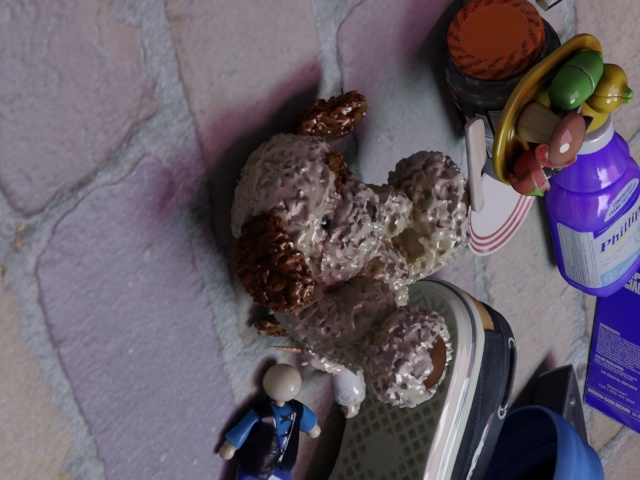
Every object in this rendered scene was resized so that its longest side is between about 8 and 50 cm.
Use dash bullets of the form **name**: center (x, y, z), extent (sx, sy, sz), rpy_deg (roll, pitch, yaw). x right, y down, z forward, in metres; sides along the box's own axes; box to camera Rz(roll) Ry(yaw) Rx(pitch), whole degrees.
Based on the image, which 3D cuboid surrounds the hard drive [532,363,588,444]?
- **hard drive**: center (0.307, 0.291, 2.253), extent (0.254, 0.054, 0.172), rpy_deg (71, 29, -50)

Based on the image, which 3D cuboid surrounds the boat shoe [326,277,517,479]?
- **boat shoe**: center (0.085, 0.282, 1.841), extent (0.156, 0.187, 0.500), rpy_deg (6, 104, -52)

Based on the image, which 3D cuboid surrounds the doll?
- **doll**: center (-0.047, 0.205, 1.707), extent (0.129, 0.046, 0.189), rpy_deg (-14, 120, -41)

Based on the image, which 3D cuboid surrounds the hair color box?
- **hair color box**: center (0.457, 0.071, 2.311), extent (0.185, 0.110, 0.338), rpy_deg (-36, 139, -36)

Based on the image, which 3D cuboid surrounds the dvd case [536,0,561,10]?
- **dvd case**: center (0.316, -0.339, 1.764), extent (0.164, 0.018, 0.221), rpy_deg (-36, 165, -38)

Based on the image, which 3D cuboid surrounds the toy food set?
- **toy food set**: center (0.225, -0.102, 1.614), extent (0.218, 0.071, 0.128), rpy_deg (-39, 143, -34)

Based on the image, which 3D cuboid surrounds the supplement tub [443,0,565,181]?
- **supplement tub**: center (0.187, -0.149, 1.708), extent (0.117, 0.117, 0.190), rpy_deg (-52, 148, -17)

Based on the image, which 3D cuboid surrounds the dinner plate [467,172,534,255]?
- **dinner plate**: center (0.196, -0.050, 1.901), extent (0.141, 0.017, 0.141), rpy_deg (-38, 143, -37)

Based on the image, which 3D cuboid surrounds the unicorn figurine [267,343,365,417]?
- **unicorn figurine**: center (0.017, 0.111, 1.693), extent (0.111, 0.060, 0.162), rpy_deg (-79, 148, -46)

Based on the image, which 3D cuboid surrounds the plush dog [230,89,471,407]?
- **plush dog**: center (0.000, 0.000, 1.526), extent (0.225, 0.211, 0.262), rpy_deg (58, 35, -41)

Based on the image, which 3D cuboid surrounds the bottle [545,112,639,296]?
- **bottle**: center (0.316, -0.052, 2.005), extent (0.118, 0.092, 0.283), rpy_deg (-48, 147, -20)

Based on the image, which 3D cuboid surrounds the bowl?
- **bowl**: center (0.177, 0.368, 1.923), extent (0.391, 0.077, 0.391), rpy_deg (-55, -170, 15)
